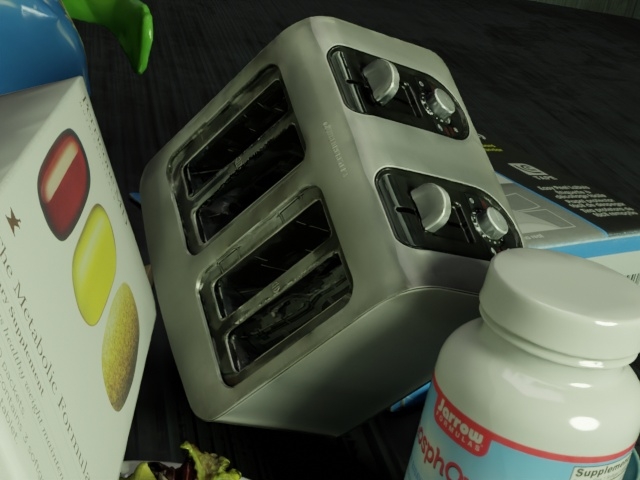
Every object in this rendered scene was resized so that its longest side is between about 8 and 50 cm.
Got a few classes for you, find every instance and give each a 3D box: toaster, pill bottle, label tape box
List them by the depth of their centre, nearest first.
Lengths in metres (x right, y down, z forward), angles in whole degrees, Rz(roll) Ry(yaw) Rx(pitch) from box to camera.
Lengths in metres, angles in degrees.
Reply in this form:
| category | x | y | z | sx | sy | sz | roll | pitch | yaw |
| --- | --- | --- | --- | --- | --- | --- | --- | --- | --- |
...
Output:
| category | x | y | z | sx | sy | sz | roll | pitch | yaw |
| --- | --- | --- | --- | --- | --- | --- | --- | --- | --- |
| pill bottle | 0.084 | 0.089 | 0.438 | 0.087 | 0.160 | 0.087 | 10 | 22 | -4 |
| toaster | 0.000 | 0.000 | 0.542 | 0.110 | 0.186 | 0.168 | 15 | 47 | -44 |
| label tape box | 0.045 | -0.023 | 0.761 | 0.241 | 0.106 | 0.334 | -6 | 29 | -39 |

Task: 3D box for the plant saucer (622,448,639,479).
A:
| category | x | y | z | sx | sy | sz | roll | pitch | yaw |
| --- | --- | --- | --- | --- | --- | --- | --- | --- | --- |
| plant saucer | 0.115 | 0.116 | 0.572 | 0.119 | 0.021 | 0.119 | 10 | 22 | -4 |

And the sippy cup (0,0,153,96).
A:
| category | x | y | z | sx | sy | sz | roll | pitch | yaw |
| --- | --- | --- | --- | --- | --- | --- | --- | --- | --- |
| sippy cup | -0.290 | -0.155 | 0.783 | 0.305 | 0.240 | 0.224 | -36 | 51 | -9 |

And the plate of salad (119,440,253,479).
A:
| category | x | y | z | sx | sy | sz | roll | pitch | yaw |
| --- | --- | --- | --- | --- | --- | --- | --- | --- | --- |
| plate of salad | -0.059 | 0.137 | 0.399 | 0.200 | 0.048 | 0.200 | 10 | 23 | -4 |

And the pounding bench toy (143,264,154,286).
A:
| category | x | y | z | sx | sy | sz | roll | pitch | yaw |
| --- | --- | --- | --- | --- | --- | --- | --- | --- | --- |
| pounding bench toy | -0.145 | -0.003 | 0.669 | 0.083 | 0.065 | 0.052 | 7 | 23 | -13 |

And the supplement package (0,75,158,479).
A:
| category | x | y | z | sx | sy | sz | roll | pitch | yaw |
| --- | --- | --- | --- | --- | --- | --- | --- | --- | --- |
| supplement package | -0.159 | 0.037 | 0.420 | 0.134 | 0.139 | 0.244 | -13 | 23 | 3 |
